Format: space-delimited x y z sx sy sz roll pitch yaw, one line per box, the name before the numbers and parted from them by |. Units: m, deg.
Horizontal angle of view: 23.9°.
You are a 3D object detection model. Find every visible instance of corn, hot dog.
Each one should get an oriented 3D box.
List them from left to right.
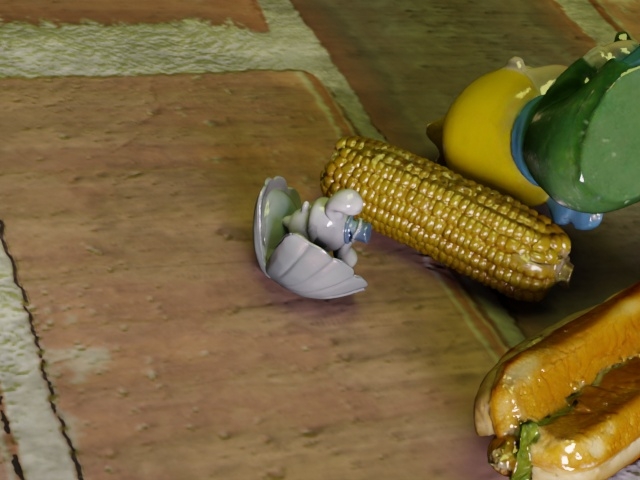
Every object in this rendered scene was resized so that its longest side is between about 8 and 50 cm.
corn | 0.092 -0.018 1.102 0.207 0.068 0.068 27 36 19
hot dog | 0.177 0.097 0.970 0.104 0.076 0.250 44 42 18

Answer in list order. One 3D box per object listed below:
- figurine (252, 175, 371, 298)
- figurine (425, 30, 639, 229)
figurine | 0.000 0.000 1.038 0.086 0.094 0.082 3 66 33
figurine | 0.189 -0.099 1.134 0.127 0.185 0.234 41 -8 -14
